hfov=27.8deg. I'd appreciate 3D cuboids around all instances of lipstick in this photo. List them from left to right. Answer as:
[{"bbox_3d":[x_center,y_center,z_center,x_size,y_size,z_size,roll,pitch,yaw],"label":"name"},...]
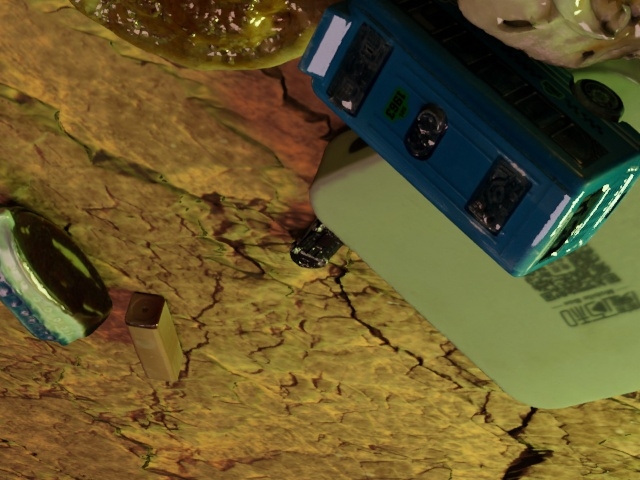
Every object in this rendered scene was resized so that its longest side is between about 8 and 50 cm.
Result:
[{"bbox_3d":[-0.203,0.121,1.587,0.045,0.045,0.145,6,147,8],"label":"lipstick"}]

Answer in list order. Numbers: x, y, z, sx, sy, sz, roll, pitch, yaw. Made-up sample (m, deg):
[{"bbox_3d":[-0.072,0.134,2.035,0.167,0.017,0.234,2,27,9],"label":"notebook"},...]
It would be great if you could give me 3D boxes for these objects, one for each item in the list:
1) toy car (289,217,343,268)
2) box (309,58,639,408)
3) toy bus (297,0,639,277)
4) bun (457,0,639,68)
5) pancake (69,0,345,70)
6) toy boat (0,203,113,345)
[{"bbox_3d":[0.000,0.000,1.336,0.041,0.025,0.093,26,143,-17],"label":"toy car"},{"bbox_3d":[0.226,-0.004,1.150,0.367,0.090,0.373,-21,127,44],"label":"box"},{"bbox_3d":[0.107,-0.096,0.944,0.246,0.134,0.113,44,130,17],"label":"toy bus"},{"bbox_3d":[0.189,-0.198,0.837,0.239,0.141,0.239,9,151,5],"label":"bun"},{"bbox_3d":[-0.095,-0.221,1.001,0.282,0.049,0.282,12,151,7],"label":"pancake"},{"bbox_3d":[-0.330,0.044,1.440,0.115,0.114,0.262,-15,144,18],"label":"toy boat"}]
